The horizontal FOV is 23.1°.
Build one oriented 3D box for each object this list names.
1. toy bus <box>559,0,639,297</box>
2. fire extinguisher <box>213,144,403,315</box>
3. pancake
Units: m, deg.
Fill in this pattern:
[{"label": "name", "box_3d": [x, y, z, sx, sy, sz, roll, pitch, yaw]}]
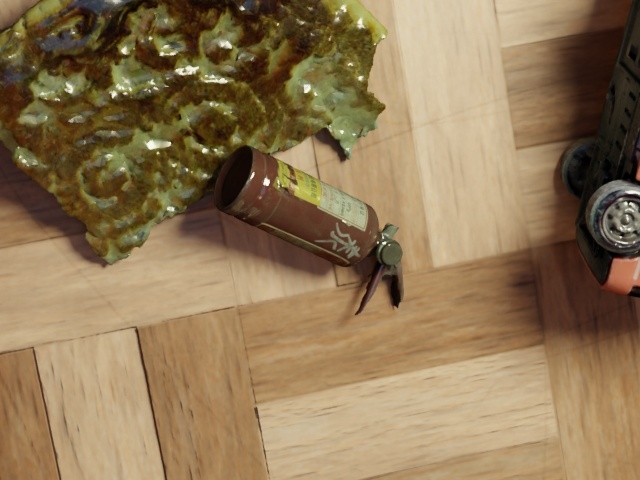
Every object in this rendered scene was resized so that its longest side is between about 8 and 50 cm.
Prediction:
[{"label": "toy bus", "box_3d": [0.403, -0.153, 1.607, 0.233, 0.203, 0.427, 10, 109, -5]}, {"label": "fire extinguisher", "box_3d": [0.000, -0.006, 1.658, 0.252, 0.075, 0.106, 26, 114, -30]}, {"label": "pancake", "box_3d": [-0.137, -0.160, 1.602, 0.426, 0.067, 0.305, -25, 123, -6]}]
